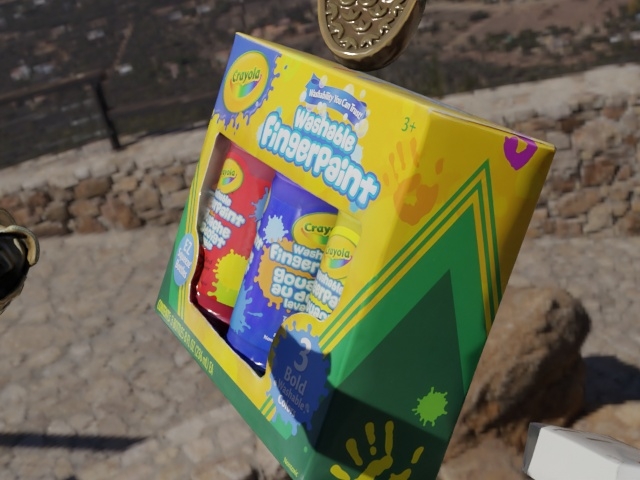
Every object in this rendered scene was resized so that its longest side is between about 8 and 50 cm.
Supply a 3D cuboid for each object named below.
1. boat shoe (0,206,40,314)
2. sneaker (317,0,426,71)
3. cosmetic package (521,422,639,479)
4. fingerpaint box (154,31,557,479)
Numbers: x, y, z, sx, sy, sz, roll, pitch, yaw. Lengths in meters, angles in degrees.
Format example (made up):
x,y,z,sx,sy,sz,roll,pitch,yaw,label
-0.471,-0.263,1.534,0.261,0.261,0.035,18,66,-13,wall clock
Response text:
x,y,z,sx,sy,sz,roll,pitch,yaw,label
-0.224,0.017,0.717,0.072,0.068,0.190,-33,24,8,boat shoe
0.050,-0.176,0.611,0.064,0.086,0.192,3,73,21,sneaker
0.284,0.230,1.018,0.099,0.060,0.239,9,-2,-7,cosmetic package
0.000,0.000,1.123,0.163,0.371,0.445,12,13,-31,fingerpaint box
